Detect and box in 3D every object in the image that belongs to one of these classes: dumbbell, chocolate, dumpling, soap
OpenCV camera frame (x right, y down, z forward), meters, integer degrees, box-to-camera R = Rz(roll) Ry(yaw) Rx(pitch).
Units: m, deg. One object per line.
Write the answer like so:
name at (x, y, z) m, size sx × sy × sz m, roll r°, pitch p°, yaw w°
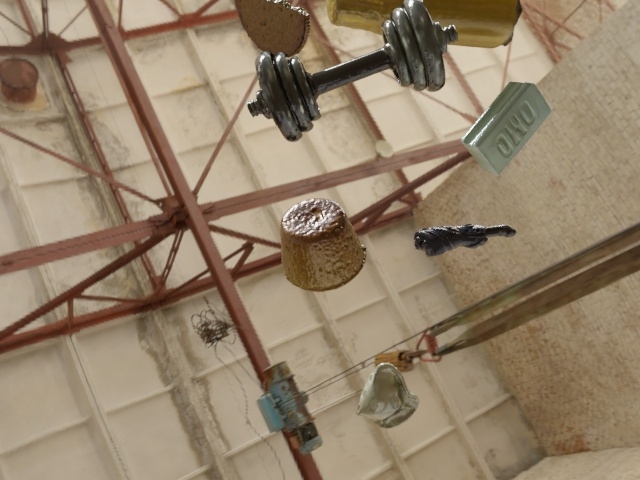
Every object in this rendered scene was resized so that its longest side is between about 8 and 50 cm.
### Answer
dumbbell at (0.055, -0.313, 1.088) m, size 0.407 × 0.179 × 0.179 m, roll -19°, pitch -109°, yaw 7°
chocolate at (0.230, -0.538, 1.348) m, size 0.446 × 0.162 × 0.162 m, roll -2°, pitch -113°, yaw -16°
dumpling at (0.164, 0.369, 1.367) m, size 0.134 × 0.100 × 0.169 m, roll 21°, pitch -84°, yaw 6°
soap at (0.431, -0.264, 1.356) m, size 0.198 × 0.066 × 0.119 m, roll -50°, pitch -55°, yaw -1°

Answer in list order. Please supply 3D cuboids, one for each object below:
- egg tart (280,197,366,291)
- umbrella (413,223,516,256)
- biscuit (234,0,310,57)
egg tart at (0.000, 0.000, 1.331) m, size 0.203 × 0.147 × 0.202 m, roll -6°, pitch -138°, yaw 6°
umbrella at (0.322, -0.007, 1.310) m, size 0.249 × 0.071 × 0.070 m, roll -8°, pitch -110°, yaw -23°
biscuit at (-0.097, -0.436, 1.192) m, size 0.206 × 0.125 × 0.025 m, roll 31°, pitch -129°, yaw 29°
